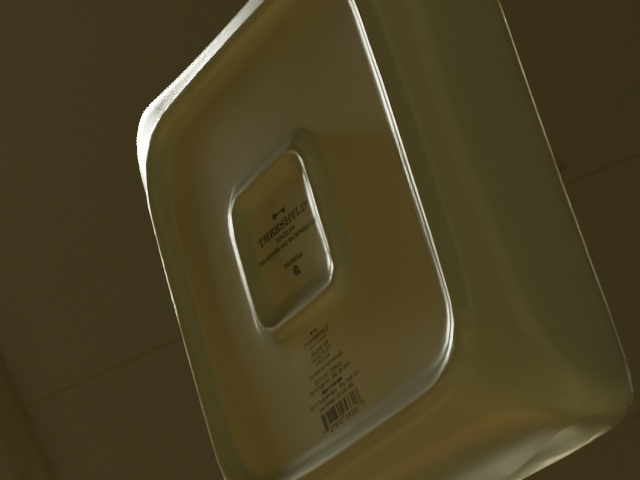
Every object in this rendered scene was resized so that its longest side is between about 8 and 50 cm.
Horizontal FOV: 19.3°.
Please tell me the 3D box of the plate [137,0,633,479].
[{"bbox_3d":[0.000,0.000,0.847,0.045,0.277,0.278,-3,-114,-35],"label":"plate"}]
